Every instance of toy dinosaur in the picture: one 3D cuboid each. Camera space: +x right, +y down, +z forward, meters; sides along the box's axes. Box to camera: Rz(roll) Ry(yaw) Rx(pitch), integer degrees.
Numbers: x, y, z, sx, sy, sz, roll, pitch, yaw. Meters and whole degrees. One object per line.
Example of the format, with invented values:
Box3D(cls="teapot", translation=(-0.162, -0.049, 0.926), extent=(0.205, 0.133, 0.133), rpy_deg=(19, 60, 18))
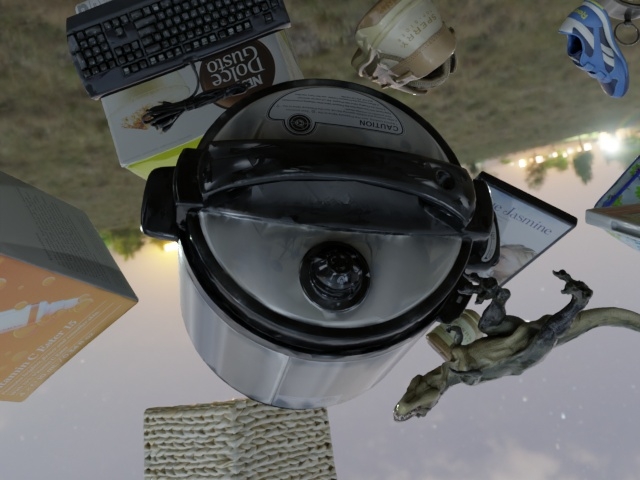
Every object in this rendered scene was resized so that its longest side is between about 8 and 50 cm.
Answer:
Box3D(cls="toy dinosaur", translation=(0.180, 0.078, 0.624), extent=(0.268, 0.118, 0.064), rpy_deg=(-16, -139, -2))

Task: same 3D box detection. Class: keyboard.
Box3D(cls="keyboard", translation=(-0.196, -0.278, 1.052), extent=(0.317, 0.202, 0.033), rpy_deg=(-21, -159, -1))

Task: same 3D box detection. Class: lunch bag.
Box3D(cls="lunch bag", translation=(0.740, -0.090, 1.614), extent=(0.219, 0.090, 0.176), rpy_deg=(-46, -136, 2))

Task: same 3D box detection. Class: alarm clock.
Box3D(cls="alarm clock", translation=(0.469, -0.386, 1.093), extent=(0.129, 0.192, 0.064), rpy_deg=(7, 170, -3))

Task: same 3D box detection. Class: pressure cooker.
Box3D(cls="pressure cooker", translation=(0.002, 0.006, 0.928), extent=(0.369, 0.375, 0.420), rpy_deg=(-36, 165, -22))

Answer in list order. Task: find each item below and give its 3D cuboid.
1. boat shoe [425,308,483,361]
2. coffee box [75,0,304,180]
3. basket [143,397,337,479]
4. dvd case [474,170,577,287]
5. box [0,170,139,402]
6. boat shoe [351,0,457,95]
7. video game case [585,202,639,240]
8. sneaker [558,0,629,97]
Box3D(cls="boat shoe", translation=(0.249, 0.180, 1.255), extent=(0.089, 0.104, 0.285), rpy_deg=(-44, 166, 0))
Box3D(cls="coffee box", translation=(-0.214, -0.305, 1.412), extent=(0.337, 0.335, 0.338), rpy_deg=(-20, 168, 6))
Box3D(cls="basket", translation=(-0.181, 0.489, 1.596), extent=(0.331, 0.267, 0.328), rpy_deg=(-15, 165, 39))
Box3D(cls="dvd case", translation=(0.296, -0.008, 1.245), extent=(0.180, 0.022, 0.253), rpy_deg=(26, 146, -5))
Box3D(cls="box", translation=(-0.407, 0.042, 0.804), extent=(0.215, 0.168, 0.345), rpy_deg=(-40, 156, 5))
Box3D(cls="boat shoe", translation=(0.116, -0.240, 0.946), extent=(0.121, 0.110, 0.341), rpy_deg=(-43, 180, 11))
Box3D(cls="video game case", translation=(0.523, -0.021, 0.969), extent=(0.203, 0.025, 0.285), rpy_deg=(-6, -168, -7))
Box3D(cls="sneaker", translation=(0.358, -0.242, 0.942), extent=(0.059, 0.144, 0.053), rpy_deg=(-37, -154, 0))
